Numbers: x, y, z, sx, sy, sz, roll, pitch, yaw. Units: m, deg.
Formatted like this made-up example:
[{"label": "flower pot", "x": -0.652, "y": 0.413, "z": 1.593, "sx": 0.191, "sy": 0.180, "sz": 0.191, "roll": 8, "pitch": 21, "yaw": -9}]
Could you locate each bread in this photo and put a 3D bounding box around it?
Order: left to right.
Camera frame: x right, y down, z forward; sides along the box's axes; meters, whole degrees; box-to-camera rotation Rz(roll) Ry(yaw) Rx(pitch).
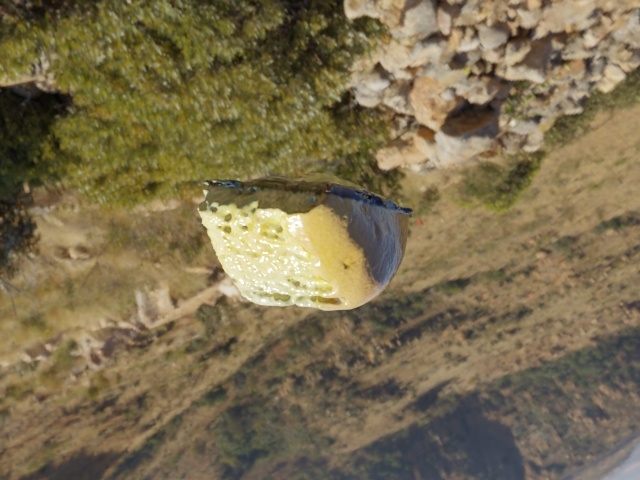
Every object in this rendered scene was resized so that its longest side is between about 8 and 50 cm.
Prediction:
[{"label": "bread", "x": 0.000, "y": 0.000, "z": 0.847, "sx": 0.204, "sy": 0.163, "sz": 0.262, "roll": 0, "pitch": 178, "yaw": 29}]
